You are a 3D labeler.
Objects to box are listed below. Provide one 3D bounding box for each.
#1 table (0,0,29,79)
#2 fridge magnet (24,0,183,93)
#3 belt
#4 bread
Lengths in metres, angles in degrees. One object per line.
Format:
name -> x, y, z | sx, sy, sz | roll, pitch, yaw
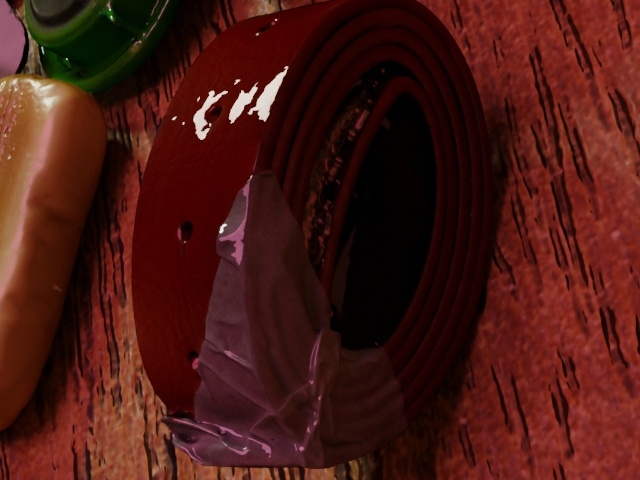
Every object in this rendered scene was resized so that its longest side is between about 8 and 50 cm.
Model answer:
table -> -0.470, -0.212, 1.539 | 0.317, 0.249, 0.317 | -6, 71, 19
fridge magnet -> -0.183, -0.226, 1.562 | 0.208, 0.088, 0.208 | -26, 52, 39
belt -> 0.000, 0.000, 1.165 | 0.115, 0.227, 0.323 | -6, 64, 45
bread -> -0.257, 0.011, 1.499 | 0.142, 0.091, 0.305 | 3, 69, 33
